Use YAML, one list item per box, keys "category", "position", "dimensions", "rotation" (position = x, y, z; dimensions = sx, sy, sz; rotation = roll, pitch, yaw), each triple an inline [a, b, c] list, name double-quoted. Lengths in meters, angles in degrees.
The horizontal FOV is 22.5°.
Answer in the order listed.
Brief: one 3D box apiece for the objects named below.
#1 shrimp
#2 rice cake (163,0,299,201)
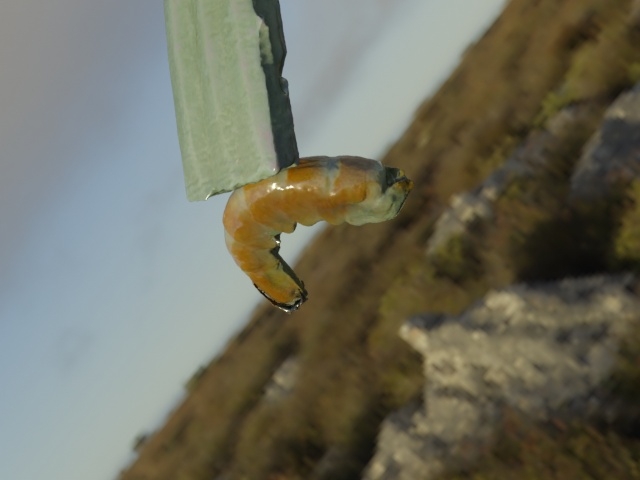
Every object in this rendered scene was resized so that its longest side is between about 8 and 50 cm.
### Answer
- category: "shrimp"
  position: [0.000, 0.000, 1.335]
  dimensions: [0.049, 0.161, 0.166]
  rotation: [-85, -9, -49]
- category: "rice cake"
  position: [-0.074, -0.155, 1.257]
  dimensions: [0.043, 0.237, 0.127]
  rotation: [-1, -12, -43]
